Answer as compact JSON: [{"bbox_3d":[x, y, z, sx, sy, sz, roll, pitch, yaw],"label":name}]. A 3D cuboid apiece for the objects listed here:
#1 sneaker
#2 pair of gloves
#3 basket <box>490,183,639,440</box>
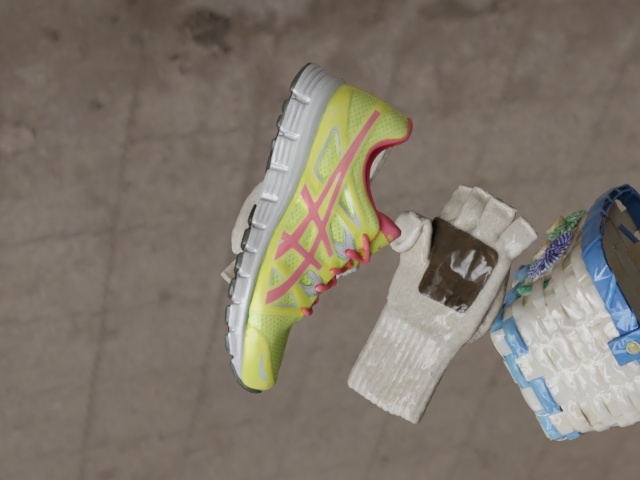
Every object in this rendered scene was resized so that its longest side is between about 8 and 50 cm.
[{"bbox_3d":[0.000,0.000,1.104,0.094,0.081,0.208,17,93,0],"label":"sneaker"},{"bbox_3d":[0.040,0.009,1.477,0.204,0.240,0.042,-54,157,3],"label":"pair of gloves"},{"bbox_3d":[0.310,0.048,1.622,0.289,0.201,0.255,-24,-170,20],"label":"basket"}]
